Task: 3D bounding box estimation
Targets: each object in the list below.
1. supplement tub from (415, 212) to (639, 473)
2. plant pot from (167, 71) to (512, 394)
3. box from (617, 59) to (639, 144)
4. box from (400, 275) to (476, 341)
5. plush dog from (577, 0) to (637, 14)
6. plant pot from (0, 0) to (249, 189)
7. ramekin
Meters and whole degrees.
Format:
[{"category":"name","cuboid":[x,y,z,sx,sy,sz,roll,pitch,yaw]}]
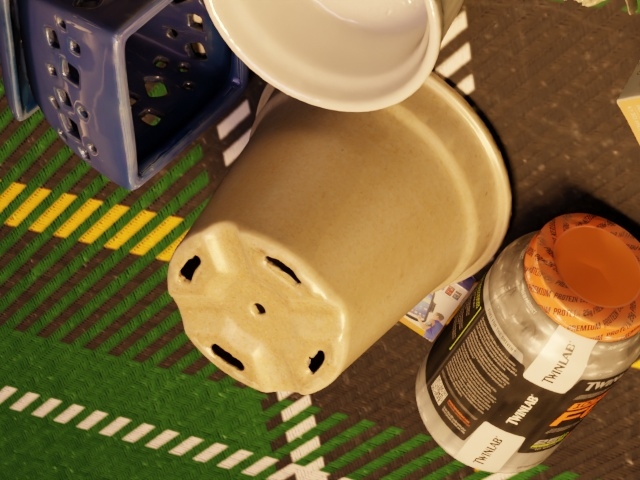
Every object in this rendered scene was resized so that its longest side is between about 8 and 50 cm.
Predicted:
[{"category":"supplement tub","cuboid":[0.248,0.117,2.163,0.193,0.193,0.316,33,141,2]},{"category":"plant pot","cuboid":[0.000,0.000,2.111,0.334,0.305,0.334,19,133,21]},{"category":"box","cuboid":[0.407,-0.129,1.893,0.170,0.091,0.130,-9,123,40]},{"category":"box","cuboid":[0.133,0.061,2.316,0.081,0.028,0.136,33,142,3]},{"category":"plush dog","cuboid":[0.345,-0.317,1.685,0.210,0.262,0.225,22,164,-40]},{"category":"plant pot","cuboid":[-0.230,-0.234,2.128,0.212,0.236,0.236,25,140,23]},{"category":"ramekin","cuboid":[0.023,-0.283,1.973,0.277,0.135,0.277,19,138,18]}]
